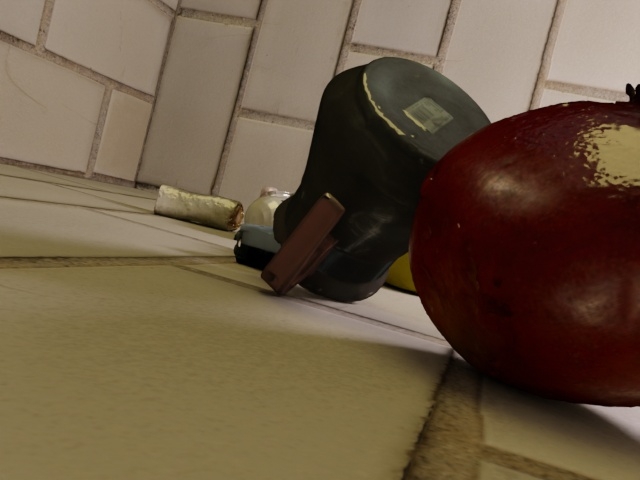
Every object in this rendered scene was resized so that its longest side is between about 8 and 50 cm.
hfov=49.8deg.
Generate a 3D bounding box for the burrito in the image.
[{"bbox_3d":[-0.383,-0.102,2.226,0.299,0.105,0.143,12,-1,-16],"label":"burrito"}]

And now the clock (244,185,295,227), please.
[{"bbox_3d":[-0.059,-0.047,2.082,0.342,0.184,0.326,9,7,-7],"label":"clock"}]

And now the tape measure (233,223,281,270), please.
[{"bbox_3d":[-0.048,0.021,1.370,0.182,0.107,0.181,13,8,34],"label":"tape measure"}]

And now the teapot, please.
[{"bbox_3d":[0.069,-0.066,1.099,0.305,0.361,0.376,43,42,8],"label":"teapot"}]

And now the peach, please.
[{"bbox_3d":[0.303,0.024,0.779,0.417,0.353,0.339,2,-48,52],"label":"peach"}]

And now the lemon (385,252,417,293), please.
[{"bbox_3d":[0.257,0.024,1.742,0.240,0.219,0.240,18,-1,0],"label":"lemon"}]
